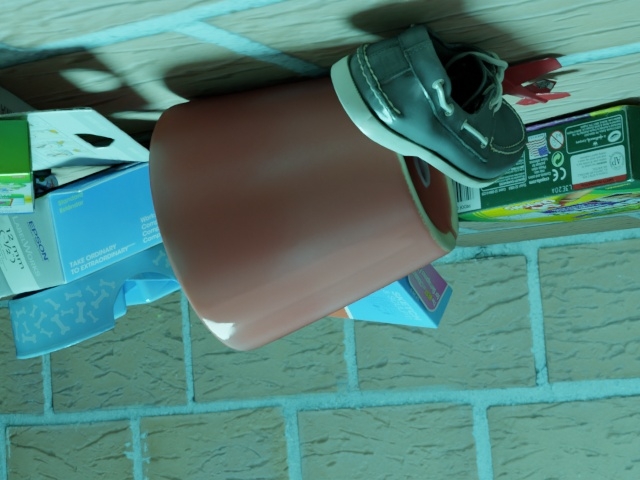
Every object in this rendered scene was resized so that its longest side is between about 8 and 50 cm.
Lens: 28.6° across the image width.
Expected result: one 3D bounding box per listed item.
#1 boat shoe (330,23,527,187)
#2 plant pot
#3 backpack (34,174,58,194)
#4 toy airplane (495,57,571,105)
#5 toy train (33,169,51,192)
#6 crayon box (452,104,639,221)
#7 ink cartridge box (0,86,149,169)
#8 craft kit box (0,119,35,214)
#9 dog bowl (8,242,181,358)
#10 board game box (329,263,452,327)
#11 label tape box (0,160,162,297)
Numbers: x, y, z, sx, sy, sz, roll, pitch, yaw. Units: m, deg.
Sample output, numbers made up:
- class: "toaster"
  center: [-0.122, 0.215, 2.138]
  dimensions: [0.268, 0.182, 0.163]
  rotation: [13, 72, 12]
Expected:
- class: "boat shoe"
  center: [0.133, -0.129, 1.173]
  dimensions: [0.099, 0.116, 0.319]
  rotation: [-33, 158, 26]
- class: "plant pot"
  center: [-0.004, -0.046, 1.281]
  dimensions: [0.243, 0.275, 0.275]
  rotation: [-17, 171, 18]
- class: "backpack"
  center: [-0.459, -0.030, 1.721]
  dimensions: [0.173, 0.117, 0.158]
  rotation: [-7, 174, 25]
- class: "toy airplane"
  center: [0.202, -0.162, 1.322]
  dimensions: [0.151, 0.028, 0.151]
  rotation: [-3, 175, 0]
- class: "toy train"
  center: [-0.370, -0.088, 1.564]
  dimensions: [0.125, 0.046, 0.166]
  rotation: [-6, 174, 21]
- class: "crayon box"
  center: [0.377, -0.095, 1.729]
  dimensions: [0.313, 0.106, 0.363]
  rotation: [0, 173, -39]
- class: "ink cartridge box"
  center: [-0.307, -0.118, 1.242]
  dimensions: [0.239, 0.060, 0.275]
  rotation: [-6, 174, 5]
- class: "craft kit box"
  center: [-0.400, -0.062, 1.191]
  dimensions: [0.250, 0.061, 0.246]
  rotation: [-2, 176, -13]
- class: "dog bowl"
  center: [-0.269, 0.060, 1.619]
  dimensions: [0.297, 0.074, 0.166]
  rotation: [-25, -171, -35]
- class: "board game box"
  center: [0.000, 0.000, 1.670]
  dimensions: [0.242, 0.064, 0.316]
  rotation: [3, 148, 40]
- class: "label tape box"
  center: [-0.253, -0.031, 1.525]
  dimensions: [0.249, 0.115, 0.347]
  rotation: [-25, -170, -37]
